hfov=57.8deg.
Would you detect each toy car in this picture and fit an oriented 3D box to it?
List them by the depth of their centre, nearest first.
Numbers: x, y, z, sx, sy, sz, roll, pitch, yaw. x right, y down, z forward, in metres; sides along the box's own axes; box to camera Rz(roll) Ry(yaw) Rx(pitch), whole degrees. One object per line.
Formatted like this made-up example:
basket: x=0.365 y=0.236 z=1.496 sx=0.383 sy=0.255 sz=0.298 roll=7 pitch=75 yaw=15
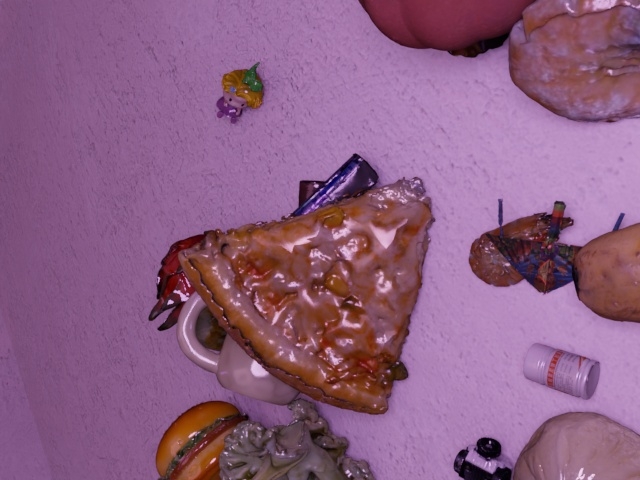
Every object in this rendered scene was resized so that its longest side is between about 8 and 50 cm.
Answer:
toy car: x=0.254 y=0.393 z=0.911 sx=0.080 sy=0.070 sz=0.171 roll=16 pitch=106 yaw=43

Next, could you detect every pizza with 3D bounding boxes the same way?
pizza: x=0.014 y=0.129 z=0.995 sx=0.434 sy=0.080 sz=0.392 roll=-15 pitch=100 yaw=6

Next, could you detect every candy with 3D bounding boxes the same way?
candy: x=-0.026 y=-0.030 z=1.051 sx=0.312 sy=0.088 sz=0.061 roll=-43 pitch=101 yaw=9

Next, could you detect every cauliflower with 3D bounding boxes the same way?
cauliflower: x=-0.035 y=0.426 z=1.092 sx=0.326 sy=0.260 sz=0.281 roll=19 pitch=114 yaw=6

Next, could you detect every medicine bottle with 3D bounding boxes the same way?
medicine bottle: x=0.340 y=0.184 z=0.819 sx=0.089 sy=0.057 sz=0.057 roll=14 pitch=103 yaw=43

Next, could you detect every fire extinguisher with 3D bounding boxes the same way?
fire extinguisher: x=0.000 y=0.000 z=1.130 sx=0.099 sy=0.071 sz=0.231 roll=5 pitch=98 yaw=28

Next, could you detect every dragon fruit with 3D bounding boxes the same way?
dragon fruit: x=-0.267 y=0.087 z=1.289 sx=0.274 sy=0.192 sz=0.193 roll=-30 pitch=73 yaw=-3

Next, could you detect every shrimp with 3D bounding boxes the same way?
shrimp: x=0.429 y=-0.228 z=0.628 sx=0.445 sy=0.221 sz=0.110 roll=-5 pitch=51 yaw=36
shrimp: x=0.297 y=0.008 z=0.863 sx=0.184 sy=0.043 sz=0.091 roll=-44 pitch=71 yaw=44

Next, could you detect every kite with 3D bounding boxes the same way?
kite: x=0.324 y=0.013 z=0.815 sx=0.182 sy=0.010 sz=0.160 roll=8 pitch=126 yaw=20

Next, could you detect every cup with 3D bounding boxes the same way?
cup: x=-0.132 y=0.189 z=1.109 sx=0.173 sy=0.255 sz=0.202 roll=-3 pitch=66 yaw=56

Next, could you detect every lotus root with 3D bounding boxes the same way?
lotus root: x=0.410 y=0.038 z=0.695 sx=0.220 sy=0.125 sz=0.118 roll=-14 pitch=43 yaw=46

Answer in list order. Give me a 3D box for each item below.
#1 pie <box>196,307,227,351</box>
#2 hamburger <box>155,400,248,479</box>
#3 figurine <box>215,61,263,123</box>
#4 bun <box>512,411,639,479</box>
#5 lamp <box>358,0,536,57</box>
pie: x=-0.188 y=0.169 z=1.245 sx=0.187 sy=0.186 sz=0.041 roll=-65 pitch=30 yaw=26
hamburger: x=-0.264 y=0.469 z=1.307 sx=0.170 sy=0.246 sz=0.246 roll=44 pitch=122 yaw=22
figurine: x=-0.167 y=-0.338 z=1.252 sx=0.156 sy=0.094 sz=0.115 roll=145 pitch=133 yaw=-59
bun: x=0.356 y=0.348 z=0.764 sx=0.220 sy=0.134 sz=0.221 roll=4 pitch=96 yaw=40
lamp: x=0.196 y=-0.376 z=0.787 sx=0.305 sy=0.240 sz=0.305 roll=-16 pitch=47 yaw=18
